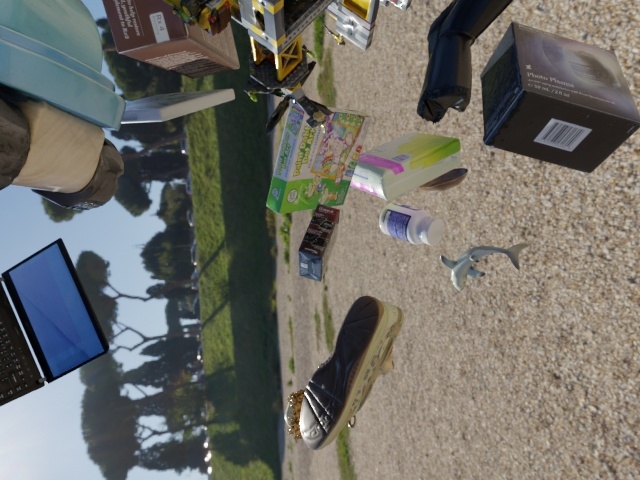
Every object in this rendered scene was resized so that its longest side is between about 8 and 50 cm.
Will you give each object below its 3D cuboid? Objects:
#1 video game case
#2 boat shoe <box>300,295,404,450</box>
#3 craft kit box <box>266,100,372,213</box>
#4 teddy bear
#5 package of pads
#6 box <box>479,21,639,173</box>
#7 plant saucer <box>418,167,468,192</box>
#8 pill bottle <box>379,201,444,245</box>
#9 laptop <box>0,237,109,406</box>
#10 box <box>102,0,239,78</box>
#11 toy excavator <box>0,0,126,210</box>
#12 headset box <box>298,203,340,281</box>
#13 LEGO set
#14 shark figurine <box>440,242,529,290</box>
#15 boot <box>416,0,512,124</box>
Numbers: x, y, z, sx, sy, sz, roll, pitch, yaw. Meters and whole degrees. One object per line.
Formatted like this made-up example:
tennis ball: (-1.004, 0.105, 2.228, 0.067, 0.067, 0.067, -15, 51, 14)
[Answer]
video game case: (-0.459, -0.387, 1.185, 0.329, 0.299, 0.036, -49, -42, -54)
boat shoe: (0.057, 0.236, 0.714, 0.104, 0.089, 0.285, 39, 104, 53)
craft kit box: (0.000, -0.196, 0.998, 0.061, 0.246, 0.250, 35, 120, 34)
teddy bear: (0.055, 0.339, 0.968, 0.113, 0.337, 0.245, 38, 144, 33)
package of pads: (0.252, -0.240, 1.291, 0.229, 0.296, 0.101, 36, 147, 57)
box: (0.587, -0.368, 1.052, 0.183, 0.296, 0.294, 109, 174, -55)
plant saucer: (0.463, -0.223, 1.566, 0.198, 0.198, 0.036, -134, 21, -73)
pill bottle: (0.287, -0.049, 1.297, 0.186, 0.111, 0.112, 24, 121, 48)
laptop: (-0.556, 0.158, 0.715, 0.136, 0.264, 0.235, -32, 82, 47)
box: (-0.291, -0.462, 0.850, 0.381, 0.143, 0.191, -86, -15, -76)
toy excavator: (-0.409, -0.300, 0.466, 0.222, 0.432, 0.446, 15, -87, -85)
headset box: (0.000, 0.000, 0.523, 0.062, 0.032, 0.083, 93, -163, -56)
LEGO set: (-0.033, -0.291, 0.450, 0.331, 0.254, 0.192, -57, -8, -16)
shark figurine: (0.521, 0.046, 1.366, 0.278, 0.166, 0.116, -39, 11, 45)
boot: (0.260, -0.339, 0.715, 0.246, 0.094, 0.207, 150, 132, -66)
